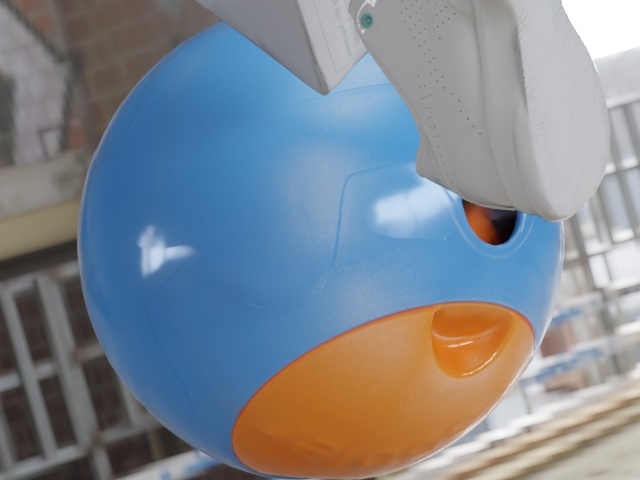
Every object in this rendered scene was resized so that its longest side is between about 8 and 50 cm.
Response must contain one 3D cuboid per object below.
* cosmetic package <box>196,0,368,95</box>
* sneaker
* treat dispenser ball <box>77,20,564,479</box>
[{"bbox_3d":[-0.010,-0.239,0.928,0.225,0.224,0.138,-46,-26,-14],"label":"cosmetic package"},{"bbox_3d":[0.048,-0.108,0.711,0.094,0.212,0.080,10,30,39],"label":"sneaker"},{"bbox_3d":[0.000,0.000,1.095,0.288,0.288,0.288,-16,3,1],"label":"treat dispenser ball"}]
